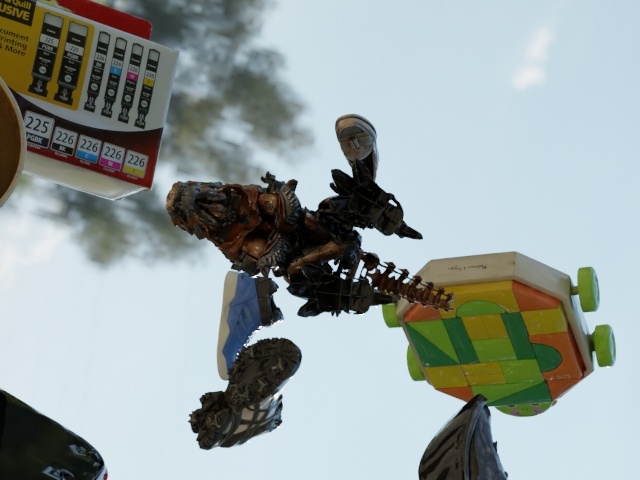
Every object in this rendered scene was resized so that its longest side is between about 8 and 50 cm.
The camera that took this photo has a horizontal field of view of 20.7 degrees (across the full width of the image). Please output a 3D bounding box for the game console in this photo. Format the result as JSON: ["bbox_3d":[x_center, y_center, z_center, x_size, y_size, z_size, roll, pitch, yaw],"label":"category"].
[{"bbox_3d":[-0.406,0.220,1.862,0.060,0.342,0.386,-59,180,10],"label":"game console"}]

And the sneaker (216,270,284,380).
[{"bbox_3d":[-0.094,0.120,2.392,0.058,0.085,0.152,-21,117,-85],"label":"sneaker"}]

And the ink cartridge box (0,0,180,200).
[{"bbox_3d":[-0.362,-0.229,2.350,0.130,0.309,0.271,-13,-116,59],"label":"ink cartridge box"}]

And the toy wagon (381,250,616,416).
[{"bbox_3d":[0.237,0.137,2.228,0.344,0.267,0.068,65,27,-46],"label":"toy wagon"}]

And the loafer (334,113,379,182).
[{"bbox_3d":[0.047,-0.103,2.020,0.125,0.045,0.039,61,20,-63],"label":"loafer"}]

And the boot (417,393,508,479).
[{"bbox_3d":[0.220,0.316,1.945,0.091,0.229,0.263,-46,-162,37],"label":"boot"}]

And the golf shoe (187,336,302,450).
[{"bbox_3d":[-0.074,0.186,2.144,0.198,0.094,0.077,-42,-130,32],"label":"golf shoe"}]

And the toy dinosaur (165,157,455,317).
[{"bbox_3d":[0.000,0.000,1.889,0.218,0.322,0.164,176,-86,-69],"label":"toy dinosaur"}]

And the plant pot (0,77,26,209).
[{"bbox_3d":[-0.413,-0.034,1.618,0.254,0.237,0.237,123,-22,-52],"label":"plant pot"}]
